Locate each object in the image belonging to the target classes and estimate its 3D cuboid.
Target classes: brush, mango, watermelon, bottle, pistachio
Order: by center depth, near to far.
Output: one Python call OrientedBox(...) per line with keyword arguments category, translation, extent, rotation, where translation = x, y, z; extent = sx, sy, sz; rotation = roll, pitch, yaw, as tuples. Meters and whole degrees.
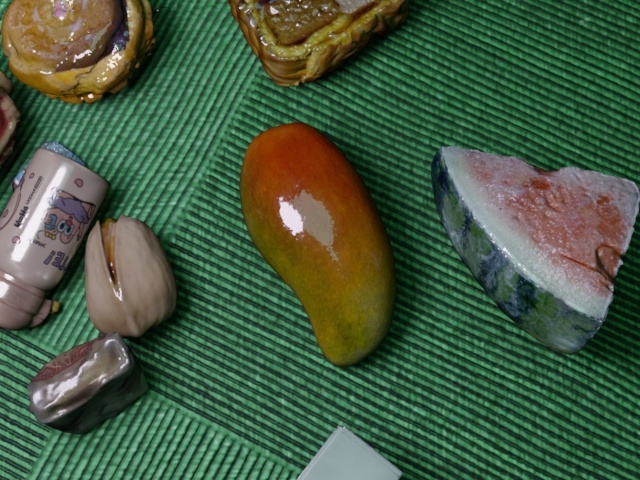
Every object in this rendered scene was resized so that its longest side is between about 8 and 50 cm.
OrientedBox(category="watermelon", translation=(0.251, -0.017, 1.450), extent=(0.201, 0.213, 0.261), rotation=(-39, 77, -10))
OrientedBox(category="pistachio", translation=(-0.225, 0.042, 1.499), extent=(0.113, 0.113, 0.149), rotation=(-20, 78, -4))
OrientedBox(category="mango", translation=(0.004, -0.004, 1.501), extent=(0.146, 0.129, 0.289), rotation=(-31, 85, -9))
OrientedBox(category="bottle", translation=(-0.328, 0.006, 1.515), extent=(0.110, 0.097, 0.209), rotation=(30, 84, -32))
OrientedBox(category="brush", translation=(-0.365, -0.034, 1.571), extent=(0.070, 0.021, 0.196), rotation=(37, 80, 10))

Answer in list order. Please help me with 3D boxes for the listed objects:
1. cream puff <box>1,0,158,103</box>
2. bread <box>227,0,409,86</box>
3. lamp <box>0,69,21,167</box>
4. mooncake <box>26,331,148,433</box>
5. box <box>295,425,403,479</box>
OrientedBox(category="cream puff", translation=(-0.287, -0.251, 1.574), extent=(0.189, 0.129, 0.189), rotation=(-3, 74, 10))
OrientedBox(category="bread", translation=(0.003, -0.303, 1.598), extent=(0.222, 0.096, 0.181), rotation=(-31, 76, -9))
OrientedBox(category="lamp", translation=(-0.466, -0.099, 1.510), extent=(0.177, 0.177, 0.274), rotation=(28, 76, 9))
OrientedBox(category="mooncake", translation=(-0.266, 0.159, 1.457), extent=(0.130, 0.125, 0.073), rotation=(-34, 71, -11))
OrientedBox(category="box", translation=(-0.015, 0.319, 1.404), extent=(0.086, 0.129, 0.225), rotation=(37, 78, 10))
